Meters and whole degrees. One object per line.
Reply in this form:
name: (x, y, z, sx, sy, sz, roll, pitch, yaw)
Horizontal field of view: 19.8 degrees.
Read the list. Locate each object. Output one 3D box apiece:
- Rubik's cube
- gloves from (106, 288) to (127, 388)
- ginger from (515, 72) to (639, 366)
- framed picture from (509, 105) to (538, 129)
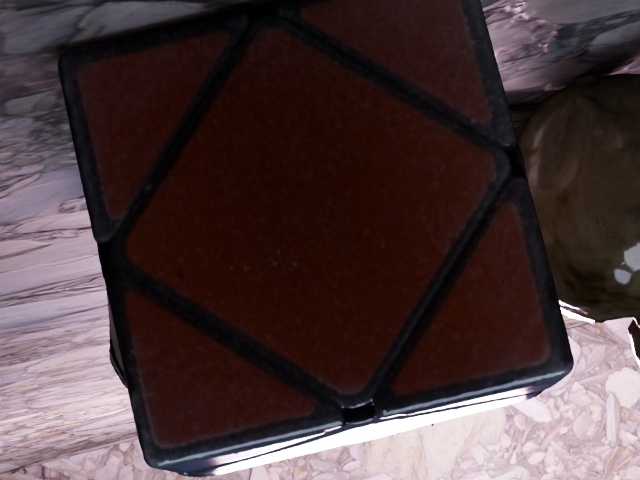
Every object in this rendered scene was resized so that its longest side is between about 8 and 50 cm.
Rubik's cube: (0.000, 0.000, 0.928, 0.205, 0.207, 0.205, -15, 170, 0)
gloves: (-0.083, 0.018, 1.287, 0.140, 0.131, 0.218, -7, 139, -26)
ginger: (0.255, 0.015, 1.229, 0.304, 0.155, 0.244, 28, 149, -12)
framed picture: (0.103, -0.061, 1.340, 0.273, 0.016, 0.216, -7, 169, -37)
